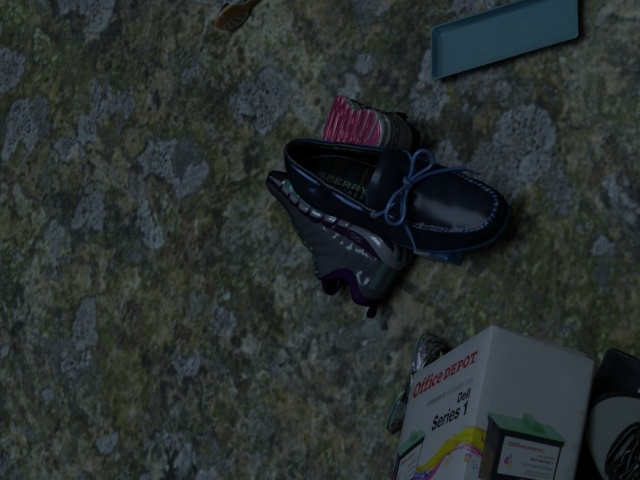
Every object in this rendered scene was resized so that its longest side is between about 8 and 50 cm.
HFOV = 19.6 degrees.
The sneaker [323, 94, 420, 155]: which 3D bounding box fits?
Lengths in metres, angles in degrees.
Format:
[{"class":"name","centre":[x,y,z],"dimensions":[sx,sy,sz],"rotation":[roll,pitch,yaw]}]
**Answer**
[{"class":"sneaker","centre":[0.059,-0.122,2.084],"dimensions":[0.170,0.074,0.063],"rotation":[25,99,66]}]

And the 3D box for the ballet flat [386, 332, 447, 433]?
[{"class":"ballet flat","centre":[0.105,0.155,1.954],"dimensions":[0.041,0.041,0.114],"rotation":[20,88,43]}]

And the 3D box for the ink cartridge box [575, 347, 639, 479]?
[{"class":"ink cartridge box","centre":[0.279,0.282,1.742],"dimensions":[0.165,0.065,0.333],"rotation":[23,91,42]}]

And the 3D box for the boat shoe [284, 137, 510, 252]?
[{"class":"boat shoe","centre":[0.070,-0.048,1.958],"dimensions":[0.258,0.089,0.109],"rotation":[8,66,25]}]

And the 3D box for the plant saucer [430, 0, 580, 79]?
[{"class":"plant saucer","centre":[0.203,-0.226,2.026],"dimensions":[0.192,0.018,0.067],"rotation":[-14,65,37]}]

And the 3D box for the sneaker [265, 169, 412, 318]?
[{"class":"sneaker","centre":[0.000,0.000,2.074],"dimensions":[0.223,0.083,0.098],"rotation":[35,102,42]}]

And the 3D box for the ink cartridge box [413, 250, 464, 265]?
[{"class":"ink cartridge box","centre":[0.137,-0.019,1.997],"dimensions":[0.048,0.028,0.083],"rotation":[12,82,41]}]

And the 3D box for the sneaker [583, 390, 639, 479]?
[{"class":"sneaker","centre":[0.301,0.211,1.620],"dimensions":[0.100,0.108,0.271],"rotation":[-55,34,13]}]

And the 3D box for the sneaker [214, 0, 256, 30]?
[{"class":"sneaker","centre":[-0.102,-0.298,2.310],"dimensions":[0.083,0.032,0.037],"rotation":[-46,37,12]}]

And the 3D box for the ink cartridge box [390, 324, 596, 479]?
[{"class":"ink cartridge box","centre":[0.146,0.242,1.746],"dimensions":[0.201,0.117,0.278],"rotation":[138,149,-63]}]
